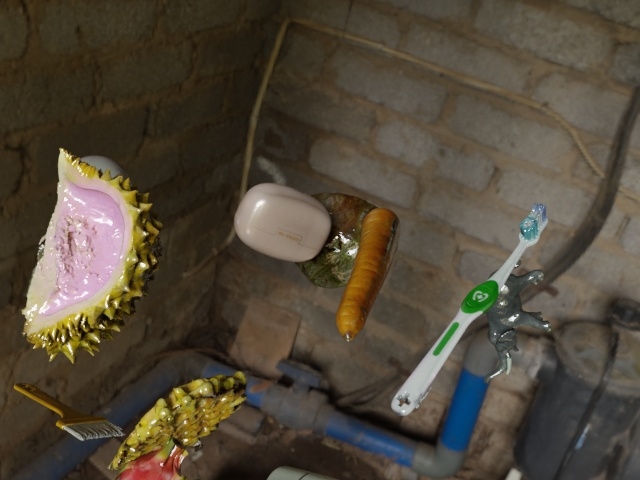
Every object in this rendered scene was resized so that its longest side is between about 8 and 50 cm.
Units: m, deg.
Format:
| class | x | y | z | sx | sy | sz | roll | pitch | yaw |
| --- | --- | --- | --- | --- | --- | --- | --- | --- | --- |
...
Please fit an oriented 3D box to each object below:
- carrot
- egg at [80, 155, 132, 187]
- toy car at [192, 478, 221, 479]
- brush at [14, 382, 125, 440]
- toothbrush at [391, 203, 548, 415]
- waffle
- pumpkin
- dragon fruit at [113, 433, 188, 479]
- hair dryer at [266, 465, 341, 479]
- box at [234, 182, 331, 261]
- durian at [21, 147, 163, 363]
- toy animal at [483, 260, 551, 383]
| class | x | y | z | sx | sy | sz | roll | pitch | yaw |
| --- | --- | --- | --- | --- | --- | --- | --- | --- | --- |
| carrot | 0.040 | 0.023 | 0.607 | 0.037 | 0.037 | 0.190 | 18 | 30 | 5 |
| egg | -0.322 | -0.071 | 1.035 | 0.103 | 0.103 | 0.135 | 8 | 13 | -14 |
| toy car | -0.179 | 0.624 | 1.593 | 0.320 | 0.097 | 0.141 | 13 | 14 | 20 |
| brush | -0.492 | 0.317 | 1.357 | 0.272 | 0.013 | 0.103 | 16 | 1 | 34 |
| toothbrush | 0.231 | 0.096 | 1.061 | 0.042 | 0.040 | 0.418 | 22 | 59 | 37 |
| waffle | -0.378 | 0.497 | 1.947 | 0.095 | 0.382 | 0.379 | 48 | 17 | 20 |
| pumpkin | 0.000 | 0.000 | 1.594 | 0.312 | 0.148 | 0.169 | -7 | 47 | 36 |
| dragon fruit | -0.208 | 0.301 | 0.903 | 0.081 | 0.116 | 0.086 | 36 | 8 | -37 |
| hair dryer | -0.063 | 0.720 | 1.662 | 0.203 | 0.362 | 0.128 | -2 | -29 | 42 |
| box | -0.073 | -0.034 | 1.439 | 0.200 | 0.146 | 0.088 | 20 | 16 | -29 |
| durian | -0.233 | 0.018 | 0.754 | 0.132 | 0.165 | 0.182 | 7 | 51 | -10 |
| toy animal | 0.412 | 0.173 | 1.526 | 0.137 | 0.270 | 0.082 | -3 | 13 | -1 |
